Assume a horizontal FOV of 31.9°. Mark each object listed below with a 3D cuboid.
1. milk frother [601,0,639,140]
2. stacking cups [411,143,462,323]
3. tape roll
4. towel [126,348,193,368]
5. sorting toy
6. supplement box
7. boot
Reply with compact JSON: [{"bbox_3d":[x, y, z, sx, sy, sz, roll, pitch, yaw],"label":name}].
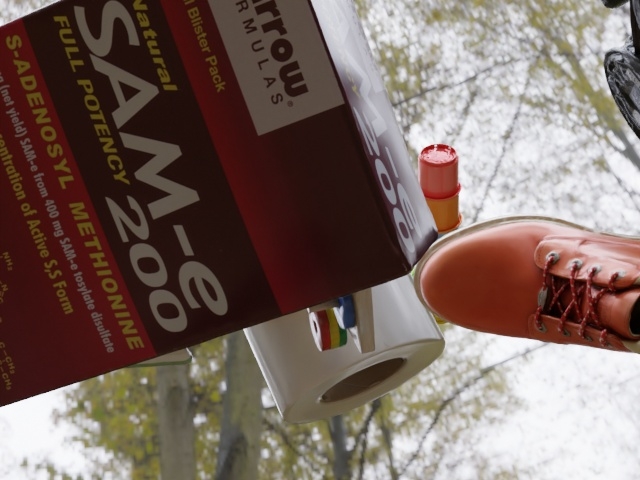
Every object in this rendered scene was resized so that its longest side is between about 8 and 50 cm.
[{"bbox_3d":[0.226,-0.123,0.593,0.134,0.143,0.129,-34,-87,-1],"label":"milk frother"},{"bbox_3d":[0.198,-0.009,1.827,0.096,0.096,0.316,-7,-51,-8],"label":"stacking cups"},{"bbox_3d":[0.026,0.122,1.532,0.246,0.169,0.246,-23,-21,-9],"label":"tape roll"},{"bbox_3d":[-0.227,0.112,1.372,0.113,0.023,0.152,-4,-35,8],"label":"towel"},{"bbox_3d":[0.000,0.000,0.916,0.046,0.132,0.275,-12,-59,-12],"label":"sorting toy"},{"bbox_3d":[-0.091,-0.017,0.421,0.239,0.073,0.130,-19,-83,16],"label":"supplement box"},{"bbox_3d":[0.115,0.022,0.499,0.158,0.084,0.059,2,-82,16],"label":"boot"}]
